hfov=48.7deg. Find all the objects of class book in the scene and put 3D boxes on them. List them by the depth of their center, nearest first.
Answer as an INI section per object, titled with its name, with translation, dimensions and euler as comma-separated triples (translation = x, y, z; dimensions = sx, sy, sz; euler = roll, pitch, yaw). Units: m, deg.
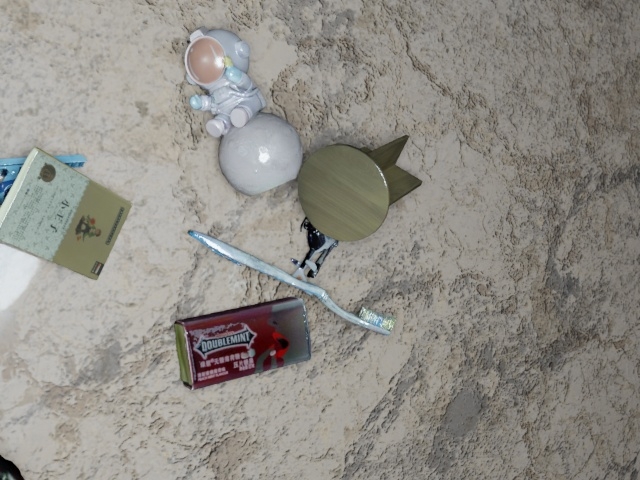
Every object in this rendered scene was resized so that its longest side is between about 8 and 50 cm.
[book]
translation = -0.375, -0.034, 1.046
dimensions = 0.199, 0.016, 0.138
euler = 38, 71, -55

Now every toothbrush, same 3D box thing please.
[toothbrush]
translation = -0.046, 0.075, 1.243
dimensions = 0.414, 0.035, 0.042
euler = 26, 85, -17

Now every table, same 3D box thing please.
[table]
translation = 0.087, -0.110, 1.260
dimensions = 0.227, 0.167, 0.167
euler = -33, 109, -56

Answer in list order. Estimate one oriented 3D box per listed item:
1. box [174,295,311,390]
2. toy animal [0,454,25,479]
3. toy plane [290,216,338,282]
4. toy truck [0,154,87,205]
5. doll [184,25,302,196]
[box]
translation = -0.131, 0.173, 1.213
dimensions = 0.224, 0.069, 0.120
euler = -8, 95, -28
[toy animal]
translation = -0.447, 0.438, 0.954
dimensions = 0.251, 0.251, 0.309
euler = -38, 119, -24
[toy plane]
translation = -0.001, 0.000, 1.295
dimensions = 0.078, 0.053, 0.197
euler = 44, 66, -32
[toy truck]
translation = -0.414, -0.086, 1.054
dimensions = 0.136, 0.063, 0.074
euler = -8, 80, -35
[doll]
translation = -0.133, -0.219, 1.173
dimensions = 0.151, 0.151, 0.287
euler = -27, 97, -27
